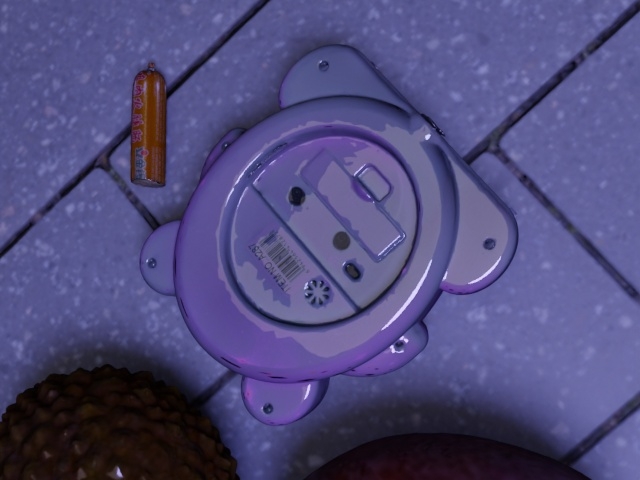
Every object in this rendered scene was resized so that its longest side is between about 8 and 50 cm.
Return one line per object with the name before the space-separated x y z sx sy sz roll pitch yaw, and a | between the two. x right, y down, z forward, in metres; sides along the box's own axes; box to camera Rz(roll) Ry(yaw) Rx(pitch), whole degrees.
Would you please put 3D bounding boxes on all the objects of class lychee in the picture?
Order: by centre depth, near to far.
lychee | -0.152 0.200 0.598 0.200 0.200 0.238 -36 65 7

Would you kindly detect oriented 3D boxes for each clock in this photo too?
clock | 0.000 0.000 0.636 0.248 0.090 0.227 -42 77 7

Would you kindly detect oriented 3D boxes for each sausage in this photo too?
sausage | -0.146 -0.100 0.706 0.031 0.031 0.107 -2 84 12

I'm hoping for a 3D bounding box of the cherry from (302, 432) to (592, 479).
cherry | 0.097 0.248 0.522 0.285 0.213 0.236 21 65 30
